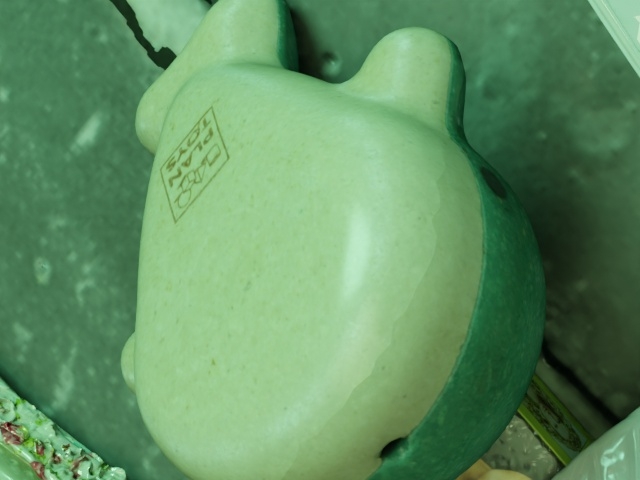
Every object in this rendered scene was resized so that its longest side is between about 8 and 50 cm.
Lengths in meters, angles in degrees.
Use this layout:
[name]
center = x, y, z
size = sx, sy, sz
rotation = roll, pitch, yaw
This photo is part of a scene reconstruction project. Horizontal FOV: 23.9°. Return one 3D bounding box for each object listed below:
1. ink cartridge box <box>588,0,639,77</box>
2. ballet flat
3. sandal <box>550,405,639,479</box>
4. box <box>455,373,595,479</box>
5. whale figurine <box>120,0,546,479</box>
[ink cartridge box]
center = 0.247, -0.128, 0.524
size = 0.278, 0.201, 0.117
rotation = -32, 87, 23
[ballet flat]
center = -0.189, 0.113, 0.799
size = 0.241, 0.077, 0.091
rotation = 28, 108, 15
[sandal]
center = 0.195, 0.080, 0.645
size = 0.265, 0.076, 0.102
rotation = -35, 69, 9
[box]
center = 0.125, 0.161, 0.697
size = 0.232, 0.058, 0.087
rotation = 47, 111, 7
[whale figurine]
center = 0.000, 0.000, 0.666
size = 0.216, 0.141, 0.272
rotation = -50, 39, 20
